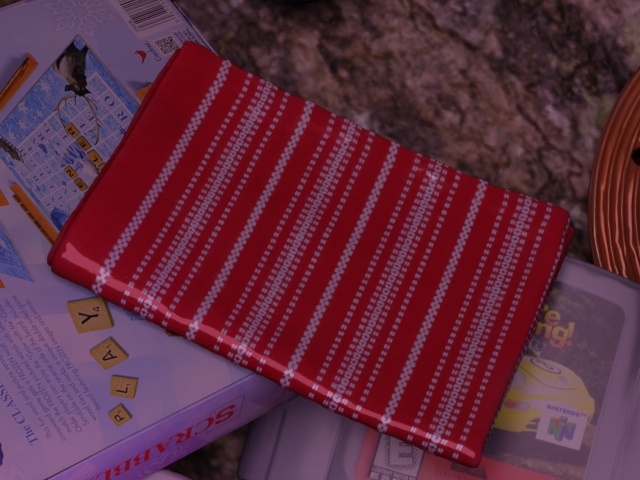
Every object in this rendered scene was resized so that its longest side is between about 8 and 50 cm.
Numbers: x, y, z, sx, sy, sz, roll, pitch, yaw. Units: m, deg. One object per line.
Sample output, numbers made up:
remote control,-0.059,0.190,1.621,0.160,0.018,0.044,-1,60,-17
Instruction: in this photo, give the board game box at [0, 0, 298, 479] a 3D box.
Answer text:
board game box,-0.165,-0.002,0.999,0.318,0.066,0.319,-25,63,-27

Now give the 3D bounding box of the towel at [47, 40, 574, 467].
towel,0.000,0.000,0.974,0.274,0.031,0.199,25,54,5

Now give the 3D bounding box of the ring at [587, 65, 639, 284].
ring,0.347,-0.013,1.103,0.336,0.032,0.337,0,79,0

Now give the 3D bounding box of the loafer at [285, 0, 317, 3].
loafer,-0.046,-0.257,1.145,0.078,0.076,0.223,-21,68,-40

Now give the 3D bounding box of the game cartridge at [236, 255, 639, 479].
game cartridge,0.110,0.099,1.055,0.294,0.060,0.196,14,78,11

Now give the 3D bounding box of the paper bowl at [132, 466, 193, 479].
paper bowl,-0.141,0.278,0.987,0.284,0.148,0.284,0,74,0
